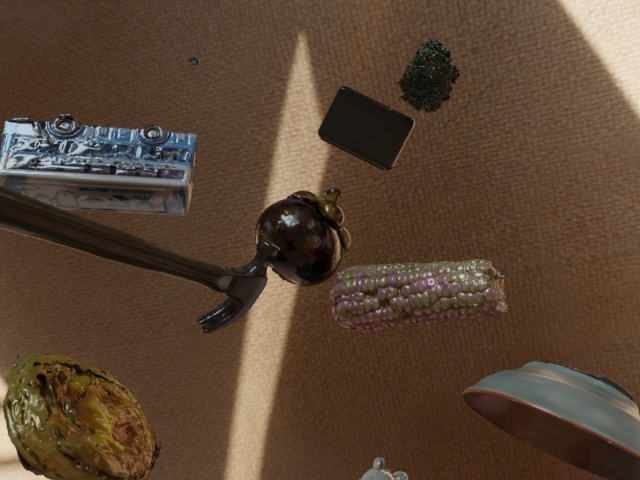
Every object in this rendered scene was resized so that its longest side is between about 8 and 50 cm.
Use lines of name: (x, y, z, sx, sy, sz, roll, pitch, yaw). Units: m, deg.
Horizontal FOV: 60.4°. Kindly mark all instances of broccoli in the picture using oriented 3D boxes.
broccoli: (0.254, -0.397, 1.318, 0.154, 0.160, 0.167, -29, 135, 26)

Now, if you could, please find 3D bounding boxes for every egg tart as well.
egg tart: (-0.390, 0.295, 0.869, 0.297, 0.297, 0.132, 41, 94, 3)

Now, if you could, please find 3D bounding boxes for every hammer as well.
hammer: (-0.255, 0.009, 0.741, 0.044, 0.439, 0.168, 36, 98, 50)

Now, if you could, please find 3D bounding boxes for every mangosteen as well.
mangosteen: (-0.024, -0.017, 1.116, 0.192, 0.192, 0.217, 43, 83, 3)

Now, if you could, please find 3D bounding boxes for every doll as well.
doll: (0.061, 0.313, 0.639, 0.071, 0.135, 0.113, 8, 63, 33)

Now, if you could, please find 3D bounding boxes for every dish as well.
dish: (0.321, 0.222, 0.709, 0.260, 0.260, 0.085, 28, 73, 6)

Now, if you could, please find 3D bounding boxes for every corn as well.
corn: (0.160, 0.095, 0.970, 0.335, 0.126, 0.127, -11, 96, 41)

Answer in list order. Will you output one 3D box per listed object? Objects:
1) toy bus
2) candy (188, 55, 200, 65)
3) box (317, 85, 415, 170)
toy bus: (-0.356, -0.120, 0.906, 0.297, 0.106, 0.131, 3, 58, -12)
candy: (-0.307, -0.435, 1.330, 0.030, 0.083, 0.020, 22, 107, -23)
box: (0.121, -0.301, 1.482, 0.230, 0.050, 0.160, 28, 94, 11)
